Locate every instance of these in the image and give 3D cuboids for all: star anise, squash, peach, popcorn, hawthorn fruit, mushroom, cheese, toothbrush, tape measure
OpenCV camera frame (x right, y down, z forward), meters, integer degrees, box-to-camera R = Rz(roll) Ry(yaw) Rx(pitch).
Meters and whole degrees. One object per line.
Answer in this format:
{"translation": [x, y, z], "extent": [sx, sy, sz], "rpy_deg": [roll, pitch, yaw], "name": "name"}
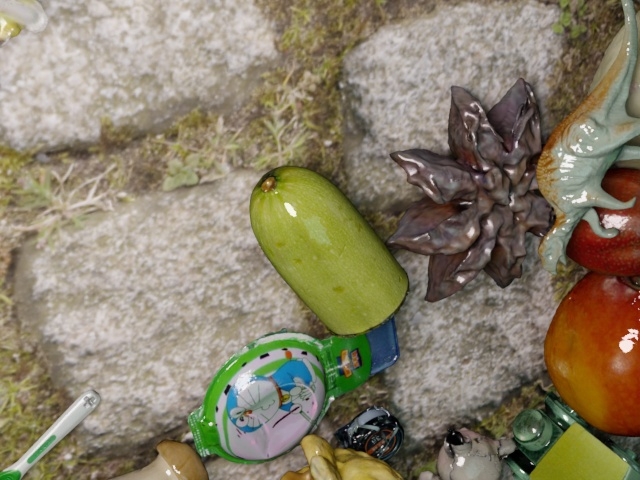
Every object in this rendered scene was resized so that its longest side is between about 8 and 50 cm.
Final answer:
{"translation": [0.223, -0.060, 1.444], "extent": [0.332, 0.117, 0.331], "rpy_deg": [-10, 110, -29], "name": "star anise"}
{"translation": [0.000, 0.000, 1.329], "extent": [0.132, 0.132, 0.247], "rpy_deg": [-42, 122, -8], "name": "squash"}
{"translation": [0.477, 0.158, 1.640], "extent": [0.281, 0.238, 0.281], "rpy_deg": [5, 116, 11], "name": "peach"}
{"translation": [0.029, 0.375, 1.450], "extent": [0.253, 0.190, 0.191], "rpy_deg": [72, 27, -71], "name": "popcorn"}
{"translation": [0.420, -0.027, 1.554], "extent": [0.169, 0.188, 0.169], "rpy_deg": [-5, 96, -57], "name": "hawthorn fruit"}
{"translation": [-0.296, 0.372, 1.334], "extent": [0.350, 0.128, 0.128], "rpy_deg": [-29, 125, -23], "name": "mushroom"}
{"translation": [-0.029, 0.193, 1.433], "extent": [0.320, 0.083, 0.204], "rpy_deg": [-24, 124, -20], "name": "cheese"}
{"translation": [-0.385, 0.293, 1.299], "extent": [0.304, 0.030, 0.030], "rpy_deg": [-45, 128, -9], "name": "toothbrush"}
{"translation": [0.076, 0.292, 1.567], "extent": [0.094, 0.054, 0.091], "rpy_deg": [-31, 127, -8], "name": "tape measure"}

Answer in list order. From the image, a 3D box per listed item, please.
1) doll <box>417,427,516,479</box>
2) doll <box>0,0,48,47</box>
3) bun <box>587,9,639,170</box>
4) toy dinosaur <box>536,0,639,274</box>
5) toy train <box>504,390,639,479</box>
{"translation": [0.221, 0.376, 1.676], "extent": [0.149, 0.095, 0.192], "rpy_deg": [10, 110, -33], "name": "doll"}
{"translation": [-0.374, -0.343, 0.911], "extent": [0.348, 0.161, 0.423], "rpy_deg": [5, 104, -38], "name": "doll"}
{"translation": [0.507, -0.215, 1.519], "extent": [0.273, 0.168, 0.273], "rpy_deg": [-20, 132, -23], "name": "bun"}
{"translation": [0.386, -0.142, 1.392], "extent": [0.205, 0.092, 0.393], "rpy_deg": [-2, 108, 1], "name": "toy dinosaur"}
{"translation": [0.469, 0.412, 1.749], "extent": [0.160, 0.253, 0.397], "rpy_deg": [-51, 128, 1], "name": "toy train"}
